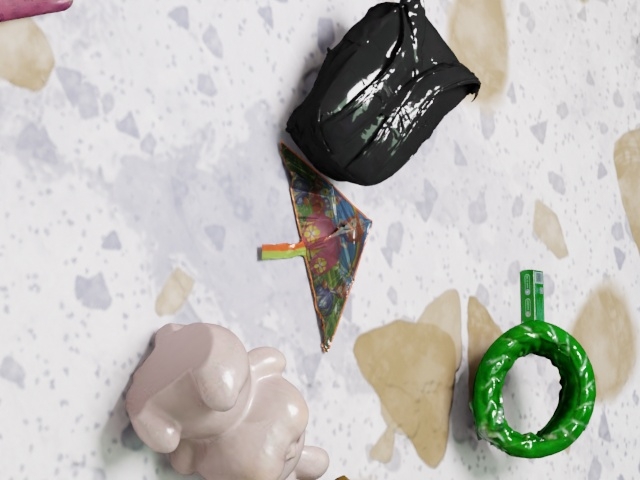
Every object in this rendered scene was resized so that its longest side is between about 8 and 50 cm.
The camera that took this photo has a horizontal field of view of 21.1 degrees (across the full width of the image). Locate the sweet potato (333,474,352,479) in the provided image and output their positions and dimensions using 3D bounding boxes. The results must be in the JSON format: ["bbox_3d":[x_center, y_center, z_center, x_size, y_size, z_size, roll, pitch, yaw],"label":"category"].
[{"bbox_3d":[-0.039,0.269,1.383,0.264,0.057,0.057,-41,116,-43],"label":"sweet potato"}]

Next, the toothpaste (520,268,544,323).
[{"bbox_3d":[0.215,0.071,1.739,0.020,0.017,0.083,8,80,-52],"label":"toothpaste"}]

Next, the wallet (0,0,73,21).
[{"bbox_3d":[-0.272,-0.204,1.191,0.232,0.025,0.119,-19,100,-48],"label":"wallet"}]

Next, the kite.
[{"bbox_3d":[0.000,0.000,1.499,0.159,0.010,0.190,-22,102,-48],"label":"kite"}]

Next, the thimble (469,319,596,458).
[{"bbox_3d":[0.200,0.145,1.630,0.118,0.090,0.130,40,85,5],"label":"thimble"}]

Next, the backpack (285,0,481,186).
[{"bbox_3d":[0.046,-0.125,1.499,0.165,0.106,0.120,-44,110,-21],"label":"backpack"}]

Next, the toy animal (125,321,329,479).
[{"bbox_3d":[-0.049,0.151,1.341,0.212,0.124,0.124,43,55,-34],"label":"toy animal"}]
